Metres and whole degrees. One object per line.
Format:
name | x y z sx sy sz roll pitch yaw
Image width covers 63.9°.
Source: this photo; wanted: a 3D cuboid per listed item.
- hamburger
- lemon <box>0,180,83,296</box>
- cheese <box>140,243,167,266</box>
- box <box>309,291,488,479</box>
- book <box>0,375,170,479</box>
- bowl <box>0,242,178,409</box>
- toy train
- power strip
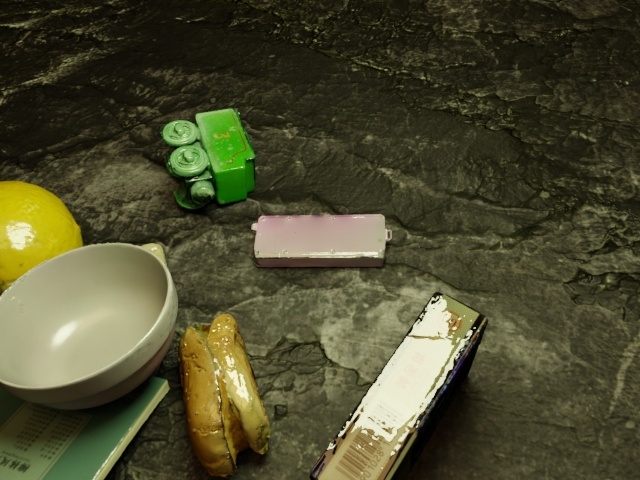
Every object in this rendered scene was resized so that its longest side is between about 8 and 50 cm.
hamburger | -0.165 0.227 0.807 0.124 0.130 0.262 -20 49 -10
lemon | -0.566 0.009 0.951 0.234 0.233 0.288 -28 44 -15
cheese | -0.318 0.085 0.983 0.065 0.043 0.194 -19 53 -7
box | 0.115 0.245 0.719 0.084 0.198 0.310 28 60 25
book | -0.435 0.315 0.750 0.264 0.031 0.379 11 35 14
bowl | -0.362 0.149 0.822 0.287 0.143 0.286 -3 43 3
toy train | -0.244 -0.181 1.130 0.188 0.132 0.243 -13 52 -15
power strip | 0.000 0.000 1.019 0.279 0.037 0.109 0 53 5
